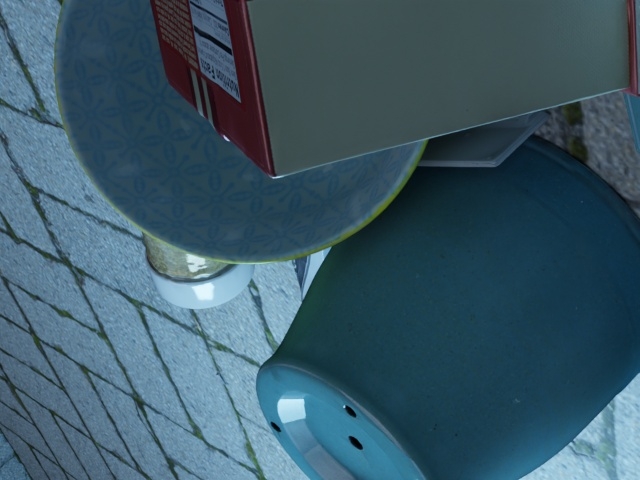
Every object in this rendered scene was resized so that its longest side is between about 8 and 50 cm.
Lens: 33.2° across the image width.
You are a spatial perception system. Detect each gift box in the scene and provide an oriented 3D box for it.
[{"bbox_3d":[0.048,-0.201,0.512,0.255,0.258,0.276,-131,31,-58],"label":"gift box"}]

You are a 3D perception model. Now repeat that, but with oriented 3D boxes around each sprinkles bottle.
[{"bbox_3d":[-0.150,-0.084,1.119,0.121,0.121,0.355,29,146,30],"label":"sprinkles bottle"}]

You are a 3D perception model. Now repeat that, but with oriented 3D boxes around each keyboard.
[{"bbox_3d":[0.066,-0.083,0.876,0.256,0.072,0.014,6,136,50],"label":"keyboard"}]

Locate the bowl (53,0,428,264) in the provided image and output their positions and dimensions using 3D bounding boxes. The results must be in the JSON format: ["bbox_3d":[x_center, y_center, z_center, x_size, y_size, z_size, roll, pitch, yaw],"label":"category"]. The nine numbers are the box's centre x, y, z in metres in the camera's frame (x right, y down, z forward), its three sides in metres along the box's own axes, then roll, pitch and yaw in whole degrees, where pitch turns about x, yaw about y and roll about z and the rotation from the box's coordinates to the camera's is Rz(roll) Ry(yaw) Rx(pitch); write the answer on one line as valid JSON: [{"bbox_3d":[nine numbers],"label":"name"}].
[{"bbox_3d":[-0.043,-0.132,0.843,0.289,0.289,0.156,46,-167,3],"label":"bowl"}]

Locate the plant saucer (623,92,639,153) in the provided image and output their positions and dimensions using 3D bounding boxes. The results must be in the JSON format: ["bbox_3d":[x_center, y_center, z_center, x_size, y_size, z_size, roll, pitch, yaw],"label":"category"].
[{"bbox_3d":[0.211,-0.130,0.680,0.067,0.018,0.192,14,136,45],"label":"plant saucer"}]

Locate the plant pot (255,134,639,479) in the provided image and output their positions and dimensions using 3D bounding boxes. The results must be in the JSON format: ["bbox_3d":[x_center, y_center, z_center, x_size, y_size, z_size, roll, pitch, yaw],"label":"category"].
[{"bbox_3d":[0.095,0.088,0.860,0.272,0.255,0.271,34,149,24],"label":"plant pot"}]

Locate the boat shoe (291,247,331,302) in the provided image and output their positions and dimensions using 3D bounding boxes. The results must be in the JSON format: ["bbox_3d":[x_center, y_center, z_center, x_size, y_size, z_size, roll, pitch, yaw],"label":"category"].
[{"bbox_3d":[0.000,0.000,1.073,0.076,0.080,0.228,51,160,33],"label":"boat shoe"}]
